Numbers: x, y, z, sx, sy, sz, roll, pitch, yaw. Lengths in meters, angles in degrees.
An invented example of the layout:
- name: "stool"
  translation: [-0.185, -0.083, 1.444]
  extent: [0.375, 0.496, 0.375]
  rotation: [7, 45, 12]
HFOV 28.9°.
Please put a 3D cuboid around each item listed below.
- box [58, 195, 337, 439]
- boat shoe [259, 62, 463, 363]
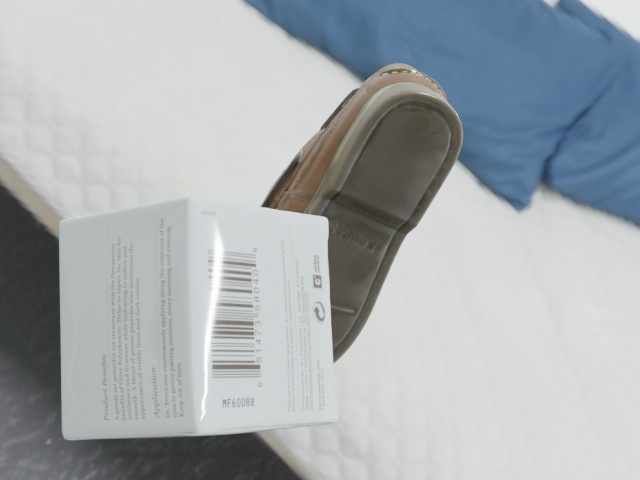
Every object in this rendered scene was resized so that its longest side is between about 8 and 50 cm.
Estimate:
- name: "box"
  translation: [-0.056, 0.038, 0.569]
  extent: [0.102, 0.087, 0.101]
  rotation: [8, 77, -53]
- name: "boat shoe"
  translation: [0.000, 0.000, 0.979]
  extent: [0.111, 0.307, 0.104]
  rotation: [34, 15, -23]
